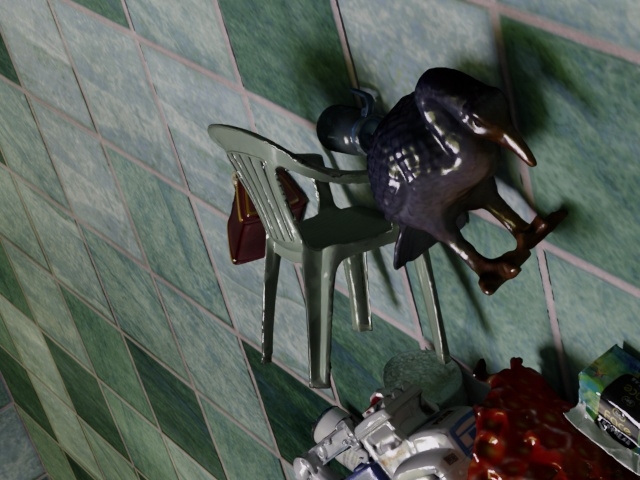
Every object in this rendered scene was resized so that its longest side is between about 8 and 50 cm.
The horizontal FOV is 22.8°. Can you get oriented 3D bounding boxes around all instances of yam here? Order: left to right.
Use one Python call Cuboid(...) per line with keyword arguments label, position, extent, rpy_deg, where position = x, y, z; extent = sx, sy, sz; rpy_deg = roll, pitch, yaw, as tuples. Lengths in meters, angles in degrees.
Cuboid(label="yam", position=(0.139, 0.246, 1.801), extent=(0.093, 0.093, 0.259), rpy_deg=(31, 146, 47))

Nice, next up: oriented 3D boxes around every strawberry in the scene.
Cuboid(label="strawberry", position=(0.234, 0.232, 1.532), extent=(0.178, 0.234, 0.234), rpy_deg=(8, 134, 23))

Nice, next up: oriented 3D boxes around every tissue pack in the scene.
Cuboid(label="tissue pack", position=(0.280, 0.166, 1.419), extent=(0.111, 0.079, 0.085), rpy_deg=(39, 152, 36))

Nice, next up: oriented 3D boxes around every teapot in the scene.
Cuboid(label="teapot", position=(0.036, -0.118, 1.601), extent=(0.049, 0.063, 0.083), rpy_deg=(23, 176, -36))

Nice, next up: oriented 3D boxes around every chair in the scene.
Cuboid(label="chair", position=(0.000, 0.000, 1.636), extent=(0.203, 0.191, 0.274), rpy_deg=(12, 113, 62))

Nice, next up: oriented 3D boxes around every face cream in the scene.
Cuboid(label="face cream", position=(0.092, 0.299, 2.018), extent=(0.244, 0.058, 0.092), rpy_deg=(34, 144, 32))

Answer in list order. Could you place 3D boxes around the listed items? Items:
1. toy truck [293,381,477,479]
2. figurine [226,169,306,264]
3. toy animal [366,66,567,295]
Cuboid(label="toy truck", position=(0.092, 0.244, 1.675), extent=(0.213, 0.161, 0.177), rpy_deg=(-40, 84, 38))
Cuboid(label="figurine", position=(-0.080, -0.038, 1.903), extent=(0.098, 0.082, 0.154), rpy_deg=(65, 161, 19))
Cuboid(label="toy animal", position=(0.119, -0.050, 1.418), extent=(0.185, 0.122, 0.298), rpy_deg=(47, 165, -3))
